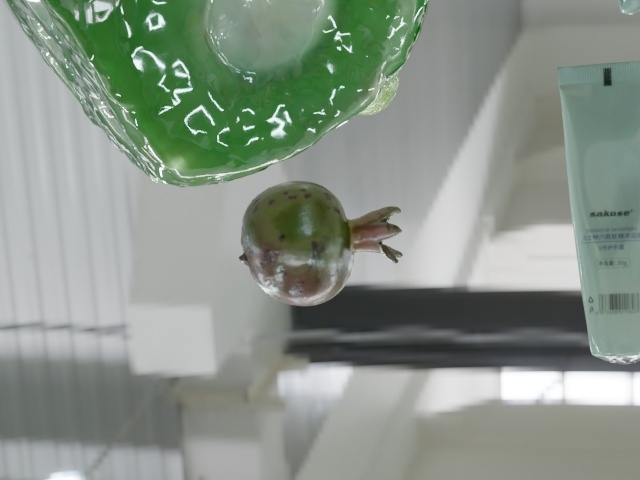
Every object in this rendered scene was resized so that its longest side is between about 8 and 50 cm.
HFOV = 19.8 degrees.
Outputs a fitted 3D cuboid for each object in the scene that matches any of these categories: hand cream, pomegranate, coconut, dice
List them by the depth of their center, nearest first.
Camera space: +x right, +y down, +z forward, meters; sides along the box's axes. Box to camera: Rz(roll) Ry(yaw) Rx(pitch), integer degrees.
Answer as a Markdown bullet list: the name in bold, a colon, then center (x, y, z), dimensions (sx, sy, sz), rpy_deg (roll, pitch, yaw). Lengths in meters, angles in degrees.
- **dice**: center (-0.104, -0.240, 1.503), dimensions (0.297, 0.287, 0.300), rpy_deg (-36, -143, -11)
- **pomegranate**: center (-0.002, 0.003, 1.832), dimensions (0.159, 0.129, 0.129), rpy_deg (6, -164, -18)
- **hand cream**: center (0.312, -0.028, 1.940), dimensions (0.109, 0.320, 0.067), rpy_deg (-3, -176, 25)
- **coconut**: center (0.050, -0.195, 2.218), dimensions (0.088, 0.087, 0.096), rpy_deg (7, 168, 28)

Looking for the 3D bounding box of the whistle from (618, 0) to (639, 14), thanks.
- **whistle**: center (0.221, -0.288, 1.342), dimensions (0.164, 0.289, 0.163), rpy_deg (-6, -139, 6)
